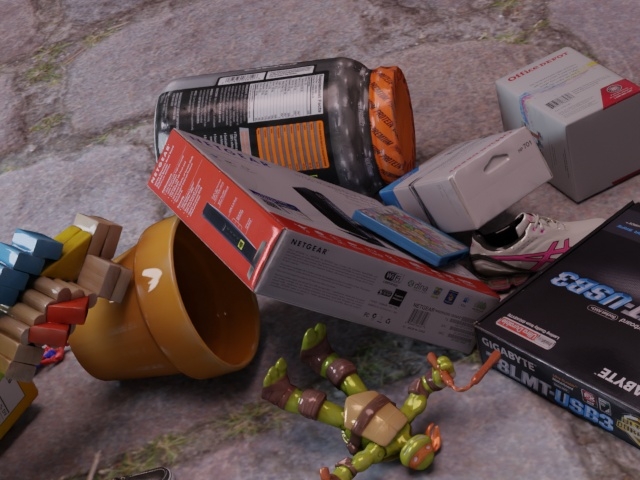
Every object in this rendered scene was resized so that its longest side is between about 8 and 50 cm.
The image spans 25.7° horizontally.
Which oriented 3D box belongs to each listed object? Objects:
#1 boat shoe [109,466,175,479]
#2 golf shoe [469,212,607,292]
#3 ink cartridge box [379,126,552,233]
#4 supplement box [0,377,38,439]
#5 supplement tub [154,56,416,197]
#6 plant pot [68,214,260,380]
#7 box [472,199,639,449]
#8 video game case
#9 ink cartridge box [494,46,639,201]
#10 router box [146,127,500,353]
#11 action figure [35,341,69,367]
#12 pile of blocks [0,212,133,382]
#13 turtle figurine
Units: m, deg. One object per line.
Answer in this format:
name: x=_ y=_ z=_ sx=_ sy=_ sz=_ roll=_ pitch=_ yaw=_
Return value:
boat shoe: x=-0.230 y=0.290 z=1.576 sx=0.142 sy=0.040 sz=0.049 roll=-26 pitch=36 yaw=-15
golf shoe: x=0.277 y=0.002 z=1.745 sx=0.186 sy=0.086 sz=0.067 roll=-17 pitch=33 yaw=-4
ink cartridge box: x=0.186 y=-0.073 z=1.823 sx=0.140 sy=0.082 sz=0.191 roll=-33 pitch=11 yaw=-23
supplement box: x=-0.535 y=0.220 z=1.642 sx=0.195 sy=0.194 sz=0.356 roll=8 pitch=44 yaw=31
supplement tub: x=-0.046 y=-0.145 z=1.971 sx=0.338 sy=0.207 sz=0.207 roll=-5 pitch=36 yaw=14
plant pot: x=-0.206 y=0.087 z=1.736 sx=0.188 sy=0.205 sz=0.205 roll=-19 pitch=31 yaw=22
box: x=0.378 y=0.093 z=1.593 sx=0.293 sy=0.073 sz=0.295 roll=-33 pitch=37 yaw=-25
video game case: x=0.114 y=-0.008 z=1.712 sx=0.119 sy=0.015 sz=0.166 roll=29 pitch=12 yaw=15
ink cartridge box: x=0.343 y=-0.161 z=1.910 sx=0.128 sy=0.127 sz=0.176 roll=-26 pitch=36 yaw=-13
router box: x=0.000 y=0.000 z=1.676 sx=0.335 sy=0.082 sz=0.301 roll=18 pitch=15 yaw=-37
action figure: x=-0.376 y=0.159 z=1.831 sx=0.115 sy=0.030 sz=0.038 roll=-30 pitch=32 yaw=-24
pile of blocks: x=-0.343 y=0.088 z=1.558 sx=0.113 sy=0.149 sz=0.362 roll=21 pitch=55 yaw=38
turtle figurine: x=0.058 y=0.185 z=1.560 sx=0.217 sy=0.087 sz=0.269 roll=35 pitch=71 yaw=23
